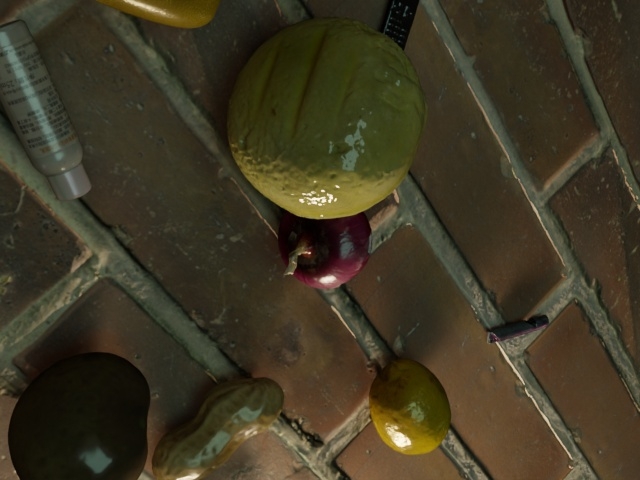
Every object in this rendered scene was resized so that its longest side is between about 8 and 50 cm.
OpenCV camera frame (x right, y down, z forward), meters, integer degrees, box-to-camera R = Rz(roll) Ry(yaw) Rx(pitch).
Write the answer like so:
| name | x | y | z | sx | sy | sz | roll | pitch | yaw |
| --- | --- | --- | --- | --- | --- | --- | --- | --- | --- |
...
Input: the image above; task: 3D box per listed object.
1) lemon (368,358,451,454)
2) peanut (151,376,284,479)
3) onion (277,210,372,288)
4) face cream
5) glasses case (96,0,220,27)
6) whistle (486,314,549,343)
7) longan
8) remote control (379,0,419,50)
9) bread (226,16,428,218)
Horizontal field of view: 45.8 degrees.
| name | x | y | z | sx | sy | sz | roll | pitch | yaw |
| --- | --- | --- | --- | --- | --- | --- | --- | --- | --- |
| lemon | 0.181 | 0.343 | 1.561 | 0.170 | 0.170 | 0.207 | -38 | 118 | -14 |
| peanut | -0.190 | 0.342 | 1.385 | 0.274 | 0.111 | 0.125 | -38 | 115 | -14 |
| onion | 0.006 | -0.002 | 1.353 | 0.177 | 0.177 | 0.153 | -60 | 148 | -1 |
| face cream | -0.417 | -0.183 | 1.118 | 0.082 | 0.082 | 0.268 | -27 | 116 | -20 |
| glasses case | -0.305 | -0.407 | 1.057 | 0.371 | 0.173 | 0.141 | 16 | 101 | -32 |
| whistle | 0.454 | 0.204 | 1.744 | 0.177 | 0.033 | 0.033 | -12 | 110 | -26 |
| longan | -0.374 | 0.304 | 1.199 | 0.215 | 0.246 | 0.246 | 18 | 96 | -63 |
| remote control | 0.128 | -0.356 | 1.399 | 0.063 | 0.025 | 0.245 | 14 | 98 | -32 |
| bread | 0.006 | -0.197 | 1.220 | 0.237 | 0.321 | 0.320 | 34 | 87 | -49 |
